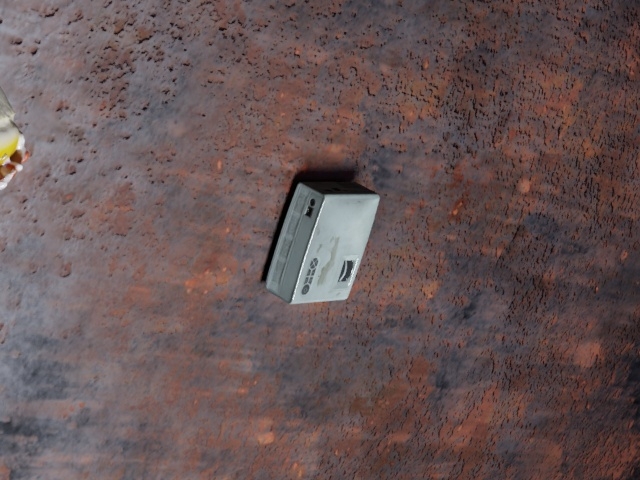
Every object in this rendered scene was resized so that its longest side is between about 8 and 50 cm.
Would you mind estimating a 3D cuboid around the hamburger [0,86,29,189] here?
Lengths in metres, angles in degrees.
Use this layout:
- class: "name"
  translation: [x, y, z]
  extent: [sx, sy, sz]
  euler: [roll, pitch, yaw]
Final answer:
- class: "hamburger"
  translation: [-0.412, -0.080, 1.757]
  extent: [0.295, 0.227, 0.151]
  euler: [-26, 111, -38]

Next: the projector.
- class: "projector"
  translation: [0.000, 0.000, 2.446]
  extent: [0.115, 0.061, 0.147]
  euler: [-1, 115, -49]
